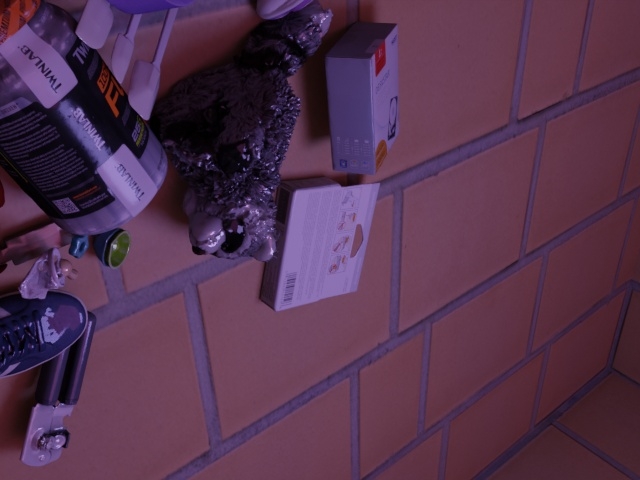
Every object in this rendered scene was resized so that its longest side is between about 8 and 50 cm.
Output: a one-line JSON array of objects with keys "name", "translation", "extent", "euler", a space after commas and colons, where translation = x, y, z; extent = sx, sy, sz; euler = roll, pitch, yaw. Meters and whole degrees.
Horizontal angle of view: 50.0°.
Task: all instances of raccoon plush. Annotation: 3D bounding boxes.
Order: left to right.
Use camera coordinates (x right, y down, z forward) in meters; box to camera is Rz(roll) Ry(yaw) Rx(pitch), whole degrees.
[{"name": "raccoon plush", "translation": [-0.083, -0.160, 1.192], "extent": [0.446, 0.216, 0.299], "euler": [-42, 144, -18]}]

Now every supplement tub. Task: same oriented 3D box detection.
[{"name": "supplement tub", "translation": [-0.357, -0.171, 0.911], "extent": [0.193, 0.193, 0.316], "euler": [-44, 138, -15]}]

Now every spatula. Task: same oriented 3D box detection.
[{"name": "spatula", "translation": [-0.258, -0.304, 0.954], "extent": [0.168, 0.019, 0.242], "euler": [52, 34, -48]}]

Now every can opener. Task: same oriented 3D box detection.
[{"name": "can opener", "translation": [-0.455, 0.249, 1.170], "extent": [0.074, 0.093, 0.281], "euler": [11, 98, -49]}]

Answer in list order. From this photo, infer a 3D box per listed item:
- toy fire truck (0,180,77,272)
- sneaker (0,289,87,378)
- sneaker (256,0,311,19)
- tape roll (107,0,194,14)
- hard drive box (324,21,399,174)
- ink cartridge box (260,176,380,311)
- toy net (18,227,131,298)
[{"name": "toy fire truck", "translation": [-0.468, -0.012, 0.966], "extent": [0.246, 0.158, 0.217], "euler": [-73, 171, -64]}, {"name": "sneaker", "translation": [-0.496, 0.163, 0.990], "extent": [0.350, 0.148, 0.131], "euler": [-18, 104, -34]}, {"name": "sneaker", "translation": [-0.014, -0.489, 1.091], "extent": [0.152, 0.114, 0.305], "euler": [41, 115, -16]}, {"name": "tape roll", "translation": [-0.230, -0.398, 0.896], "extent": [0.189, 0.080, 0.189], "euler": [-2, 90, -67]}, {"name": "hard drive box", "translation": [0.084, -0.270, 1.302], "extent": [0.181, 0.089, 0.232], "euler": [-59, 151, -47]}, {"name": "ink cartridge box", "translation": [0.000, 0.000, 1.466], "extent": [0.238, 0.060, 0.275], "euler": [-10, 120, -41]}, {"name": "toy net", "translation": [-0.367, 0.017, 1.054], "extent": [0.232, 0.045, 0.122], "euler": [-52, 161, -61]}]
